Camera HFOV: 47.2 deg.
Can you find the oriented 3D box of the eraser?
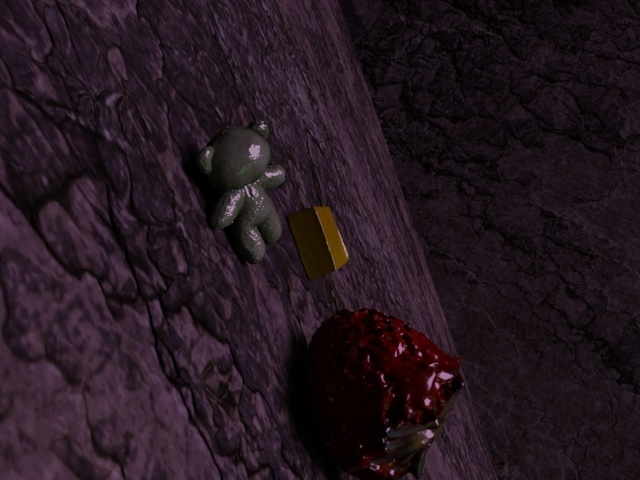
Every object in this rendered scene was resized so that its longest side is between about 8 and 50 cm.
[{"bbox_3d":[0.000,0.000,1.077,0.122,0.045,0.097,-14,84,-78],"label":"eraser"}]

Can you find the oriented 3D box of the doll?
[{"bbox_3d":[-0.085,-0.049,0.774,0.115,0.077,0.150,-37,125,-38],"label":"doll"}]

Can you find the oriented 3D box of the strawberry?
[{"bbox_3d":[0.057,0.164,0.827,0.201,0.184,0.187,44,1,33],"label":"strawberry"}]
